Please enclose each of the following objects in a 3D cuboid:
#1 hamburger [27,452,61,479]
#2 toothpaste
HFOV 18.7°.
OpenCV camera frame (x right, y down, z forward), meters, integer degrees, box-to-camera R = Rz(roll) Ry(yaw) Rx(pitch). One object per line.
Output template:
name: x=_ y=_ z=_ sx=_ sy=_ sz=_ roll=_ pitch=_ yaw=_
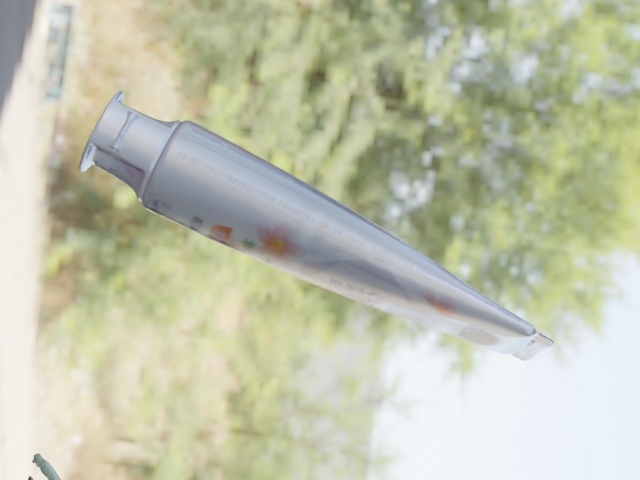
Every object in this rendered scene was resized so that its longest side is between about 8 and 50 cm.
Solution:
hamburger: x=-0.122 y=0.203 z=1.037 sx=0.177 sy=0.113 sz=0.185 roll=-66 pitch=149 yaw=-87
toothpaste: x=0.000 y=0.000 z=1.269 sx=0.066 sy=0.323 sz=0.100 roll=-63 pitch=179 yaw=-13
